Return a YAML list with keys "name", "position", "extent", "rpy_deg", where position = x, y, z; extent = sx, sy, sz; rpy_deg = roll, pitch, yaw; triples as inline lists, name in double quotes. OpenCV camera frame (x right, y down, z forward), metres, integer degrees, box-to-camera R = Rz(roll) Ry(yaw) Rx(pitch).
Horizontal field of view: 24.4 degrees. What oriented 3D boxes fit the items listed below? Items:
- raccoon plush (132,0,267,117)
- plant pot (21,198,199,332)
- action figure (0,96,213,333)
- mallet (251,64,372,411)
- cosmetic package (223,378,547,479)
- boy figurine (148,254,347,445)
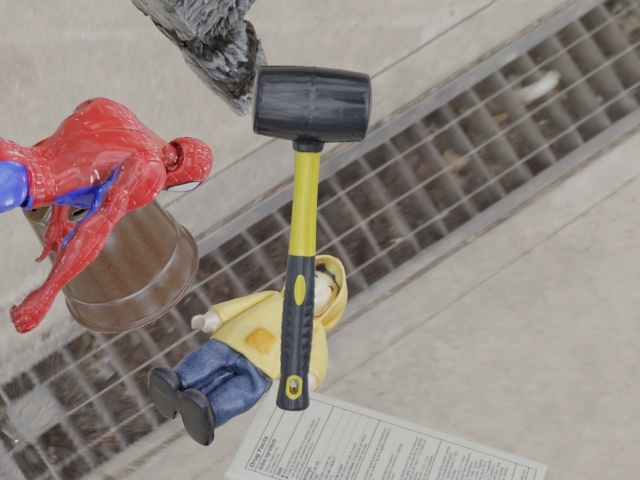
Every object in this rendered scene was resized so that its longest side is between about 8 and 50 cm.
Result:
- name: "raccoon plush"
  position: [-0.084, -0.343, 1.418]
  extent: [0.216, 0.446, 0.299]
  rpy_deg: [40, 85, 16]
- name: "plant pot"
  position: [-0.241, -0.013, 1.639]
  extent: [0.167, 0.165, 0.167]
  rpy_deg: [-12, 46, 13]
- name: "action figure"
  position: [-0.186, -0.005, 0.772]
  extent: [0.280, 0.139, 0.091]
  rpy_deg: [-8, 42, -32]
- name: "mallet"
  position: [0.000, 0.000, 0.781]
  extent: [0.062, 0.039, 0.190]
  rpy_deg: [-4, 107, -1]
- name: "cosmetic package"
  position: [0.065, 0.275, 1.543]
  extent: [0.309, 0.113, 0.160]
  rpy_deg: [16, 39, 11]
- name: "boy figurine"
  position: [-0.060, 0.122, 1.725]
  extent: [0.177, 0.092, 0.285]
  rpy_deg: [36, 56, 27]
